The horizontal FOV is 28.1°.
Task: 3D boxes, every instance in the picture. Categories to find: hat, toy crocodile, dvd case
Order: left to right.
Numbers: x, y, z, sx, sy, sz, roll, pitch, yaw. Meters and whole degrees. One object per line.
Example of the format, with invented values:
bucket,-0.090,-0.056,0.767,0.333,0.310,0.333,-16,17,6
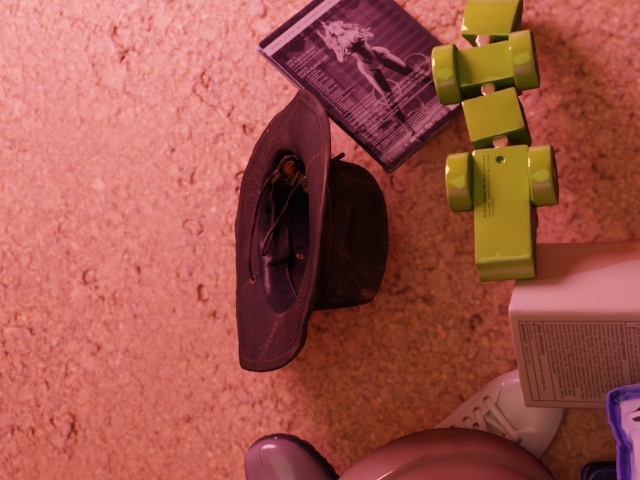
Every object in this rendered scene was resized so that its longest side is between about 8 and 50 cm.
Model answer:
hat,0.000,0.000,1.463,0.134,0.331,0.331,11,96,-21
dvd case,0.060,-0.200,1.483,0.164,0.018,0.221,-41,76,-19
toy crocodile,0.194,-0.118,1.391,0.115,0.105,0.341,-10,71,16

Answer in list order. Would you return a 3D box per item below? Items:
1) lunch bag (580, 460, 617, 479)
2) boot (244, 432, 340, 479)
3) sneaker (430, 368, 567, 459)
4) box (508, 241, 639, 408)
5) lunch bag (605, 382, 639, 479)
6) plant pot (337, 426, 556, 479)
lunch bag,0.325,0.294,1.413,0.067,0.065,0.098,-1,90,3
boot,-0.040,0.395,1.454,0.118,0.222,0.338,-27,81,29
sneaker,0.158,0.252,1.443,0.290,0.123,0.106,-43,75,14
box,0.365,0.089,1.337,0.311,0.121,0.148,0,127,19
lunch bag,0.503,0.281,1.212,0.385,0.239,0.328,-15,117,14
plant pot,0.161,0.386,1.291,0.323,0.280,0.323,-3,102,-12
